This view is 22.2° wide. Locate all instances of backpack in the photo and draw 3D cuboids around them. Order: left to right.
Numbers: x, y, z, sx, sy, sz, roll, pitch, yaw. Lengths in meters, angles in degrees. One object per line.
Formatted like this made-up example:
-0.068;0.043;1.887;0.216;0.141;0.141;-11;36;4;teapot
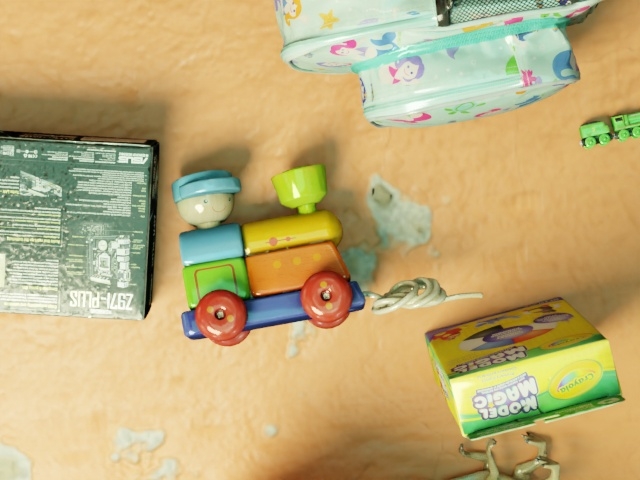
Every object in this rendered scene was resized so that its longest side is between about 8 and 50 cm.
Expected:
0.088;-0.185;1.276;0.253;0.225;0.191;-4;92;2;backpack

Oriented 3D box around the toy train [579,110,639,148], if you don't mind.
0.261;-0.097;1.395;0.083;0.017;0.024;-13;87;0;toy train

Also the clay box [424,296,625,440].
0.160;0.101;1.312;0.127;0.222;0.053;-15;97;-1;clay box

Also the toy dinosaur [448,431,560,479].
0.176;0.220;1.422;0.183;0.053;0.092;19;111;3;toy dinosaur

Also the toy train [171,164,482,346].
0.000;0.000;1.363;0.248;0.105;0.143;-10;84;-1;toy train

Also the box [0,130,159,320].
-0.228;-0.015;1.356;0.180;0.077;0.147;3;97;-2;box
